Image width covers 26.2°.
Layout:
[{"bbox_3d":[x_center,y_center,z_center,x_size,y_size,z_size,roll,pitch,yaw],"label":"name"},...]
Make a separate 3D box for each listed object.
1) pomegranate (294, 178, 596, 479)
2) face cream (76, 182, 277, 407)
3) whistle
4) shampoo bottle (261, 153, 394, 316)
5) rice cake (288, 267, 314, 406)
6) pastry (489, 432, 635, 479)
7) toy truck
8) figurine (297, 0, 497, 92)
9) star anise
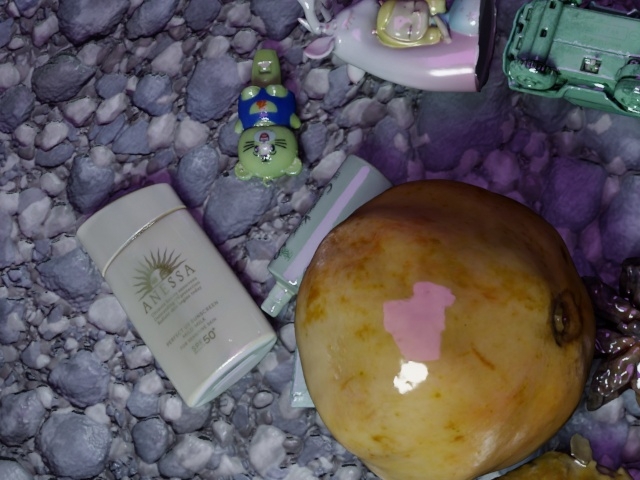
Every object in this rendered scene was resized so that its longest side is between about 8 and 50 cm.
[{"bbox_3d":[0.146,0.116,1.766,0.412,0.411,0.411,-5,73,16],"label":"pomegranate"},{"bbox_3d":[-0.219,0.065,2.055,0.173,0.081,0.348,-40,67,9],"label":"face cream"},{"bbox_3d":[-0.080,-0.188,2.087,0.105,0.085,0.227,-3,73,7],"label":"whistle"},{"bbox_3d":[0.000,0.000,2.006,0.085,0.085,0.262,35,87,23],"label":"shampoo bottle"},{"bbox_3d":[0.047,0.136,1.939,0.189,0.037,0.198,0,78,-12],"label":"rice cake"},{"bbox_3d":[0.308,0.422,1.711,0.330,0.136,0.329,-2,60,3],"label":"pastry"},{"bbox_3d":[0.400,-0.256,1.919,0.279,0.156,0.155,15,79,21],"label":"toy truck"},{"bbox_3d":[0.101,-0.352,2.038,0.316,0.206,0.284,5,81,12],"label":"figurine"},{"bbox_3d":[0.429,0.131,1.826,0.236,0.109,0.223,15,83,19],"label":"star anise"}]
